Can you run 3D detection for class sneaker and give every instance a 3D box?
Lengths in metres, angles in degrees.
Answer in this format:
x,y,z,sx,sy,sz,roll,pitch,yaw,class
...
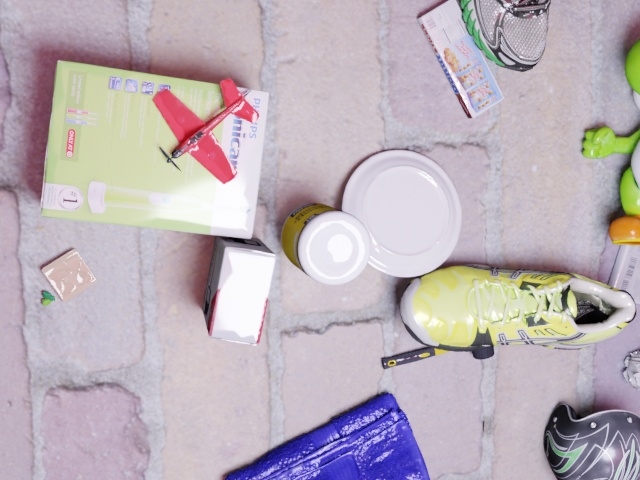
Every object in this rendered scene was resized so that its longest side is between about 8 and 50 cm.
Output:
x,y,z,sx,sy,sz,roll,pitch,yaw,class
0.293,-0.424,1.221,0.134,0.146,0.344,-8,100,-21,sneaker
0.308,0.094,1.284,0.384,0.147,0.145,0,73,-19,sneaker

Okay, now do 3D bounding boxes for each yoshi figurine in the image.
x,y,z,sx,sy,sz,roll,pitch,yaw,class
0.535,-0.175,1.299,0.203,0.203,0.362,4,85,0,yoshi figurine

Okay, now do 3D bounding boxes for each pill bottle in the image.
x,y,z,sx,sy,sz,roll,pitch,yaw,class
0.000,0.000,1.190,0.103,0.184,0.103,-2,98,-14,pill bottle

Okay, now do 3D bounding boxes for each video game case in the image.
x,y,z,sx,sy,sz,roll,pitch,yaw,class
0.603,0.021,1.432,0.183,0.023,0.201,16,93,-16,video game case

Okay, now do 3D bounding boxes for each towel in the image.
x,y,z,sx,sy,sz,roll,pitch,yaw,class
0.026,0.406,1.310,0.308,0.076,0.228,-25,102,-10,towel

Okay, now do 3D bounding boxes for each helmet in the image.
x,y,z,sx,sy,sz,roll,pitch,yaw,class
0.463,0.351,1.369,0.169,0.161,0.169,-2,98,-14,helmet

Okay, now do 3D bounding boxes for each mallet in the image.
x,y,z,sx,sy,sz,roll,pitch,yaw,class
0.191,0.170,1.343,0.189,0.039,0.062,-6,98,-9,mallet

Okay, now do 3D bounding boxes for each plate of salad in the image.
x,y,z,sx,sy,sz,roll,pitch,yaw,class
0.126,-0.041,1.286,0.199,0.048,0.200,2,81,-16,plate of salad

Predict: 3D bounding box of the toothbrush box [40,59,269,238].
x,y,z,sx,sy,sz,roll,pitch,yaw,class
-0.229,-0.122,1.148,0.283,0.122,0.206,5,95,-14,toothbrush box

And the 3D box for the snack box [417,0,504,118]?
x,y,z,sx,sy,sz,roll,pitch,yaw,class
0.220,-0.283,1.292,0.064,0.022,0.178,-33,104,-9,snack box

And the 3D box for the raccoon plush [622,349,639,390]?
x,y,z,sx,sy,sz,roll,pitch,yaw,class
0.769,0.301,1.473,0.446,0.216,0.299,-2,115,15,raccoon plush

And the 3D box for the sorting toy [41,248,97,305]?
x,y,z,sx,sy,sz,roll,pitch,yaw,class
-0.374,0.058,1.193,0.083,0.012,0.062,-34,109,-11,sorting toy

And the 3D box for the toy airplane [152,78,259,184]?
x,y,z,sx,sy,sz,roll,pitch,yaw,class
-0.144,-0.150,1.090,0.151,0.028,0.151,-1,96,-14,toy airplane

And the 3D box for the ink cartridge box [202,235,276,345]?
x,y,z,sx,sy,sz,roll,pitch,yaw,class
-0.120,0.064,1.175,0.072,0.175,0.127,10,95,-13,ink cartridge box
